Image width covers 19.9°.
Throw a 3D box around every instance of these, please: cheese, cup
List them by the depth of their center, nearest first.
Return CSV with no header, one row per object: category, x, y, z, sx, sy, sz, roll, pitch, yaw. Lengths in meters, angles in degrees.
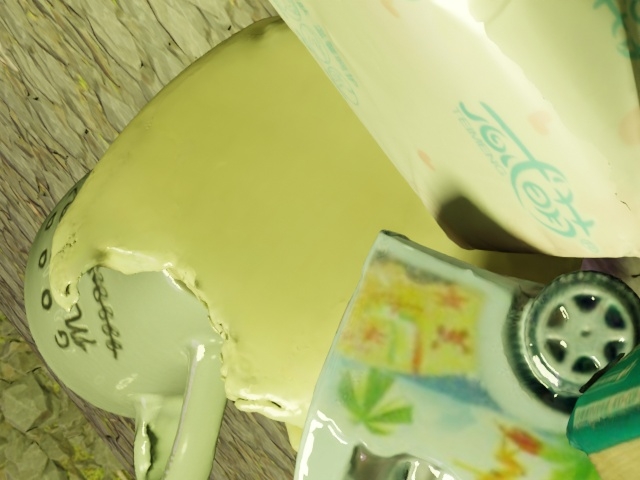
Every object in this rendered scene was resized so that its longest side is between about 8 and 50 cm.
cheese,0.000,0.000,0.925,0.266,0.233,0.127,38,169,42
cup,-0.087,0.049,1.227,0.234,0.186,0.258,147,124,-66

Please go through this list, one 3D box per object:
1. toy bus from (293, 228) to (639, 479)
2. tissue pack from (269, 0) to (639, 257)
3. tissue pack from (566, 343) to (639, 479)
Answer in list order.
toy bus,0.155,0.107,0.710,0.330,0.136,0.109,24,180,10
tissue pack,0.047,-0.128,0.700,0.271,0.124,0.201,51,168,-13
tissue pack,0.209,0.030,0.509,0.134,0.192,0.271,52,163,1
